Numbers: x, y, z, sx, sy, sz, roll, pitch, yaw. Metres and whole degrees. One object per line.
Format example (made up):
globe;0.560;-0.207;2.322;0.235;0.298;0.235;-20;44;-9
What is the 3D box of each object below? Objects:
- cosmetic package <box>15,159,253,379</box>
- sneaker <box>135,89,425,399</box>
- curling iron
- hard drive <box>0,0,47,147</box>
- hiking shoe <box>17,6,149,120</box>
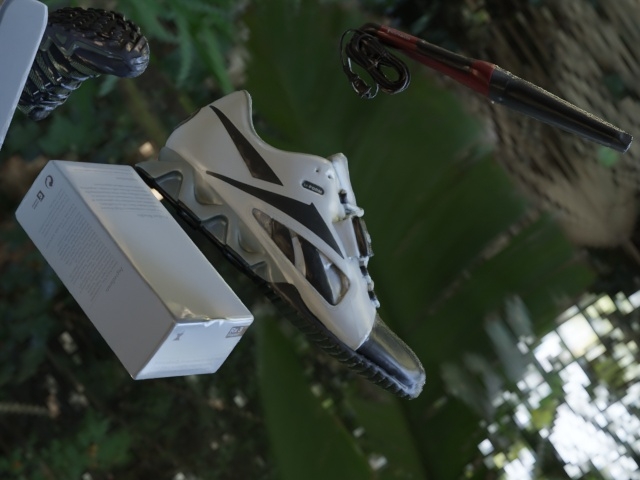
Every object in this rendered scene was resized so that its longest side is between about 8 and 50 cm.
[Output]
cosmetic package;-0.183;0.026;1.450;0.117;0.231;0.085;2;132;-51
sneaker;0.000;0.000;1.352;0.146;0.330;0.122;-46;-173;-10
curling iron;0.145;-0.129;1.330;0.035;0.274;0.068;-68;176;-85
hard drive;-0.377;-0.128;1.399;0.353;0.047;0.233;19;-91;55
hiking shoe;-0.266;-0.178;1.525;0.226;0.114;0.086;15;-153;30
